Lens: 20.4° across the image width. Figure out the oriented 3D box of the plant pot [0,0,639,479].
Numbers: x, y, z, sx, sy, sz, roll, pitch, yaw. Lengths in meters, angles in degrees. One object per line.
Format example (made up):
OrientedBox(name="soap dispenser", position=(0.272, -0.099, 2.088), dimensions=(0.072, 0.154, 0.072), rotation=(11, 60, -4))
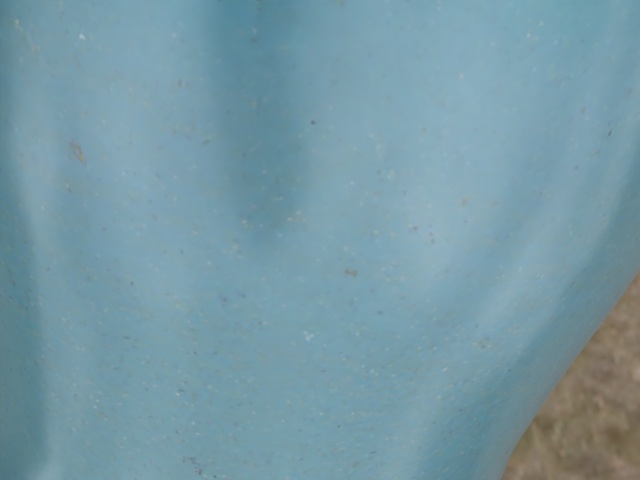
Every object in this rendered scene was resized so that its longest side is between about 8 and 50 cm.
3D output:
OrientedBox(name="plant pot", position=(-0.009, -0.047, 0.540), dimensions=(0.272, 0.271, 0.255), rotation=(6, 114, -13))
